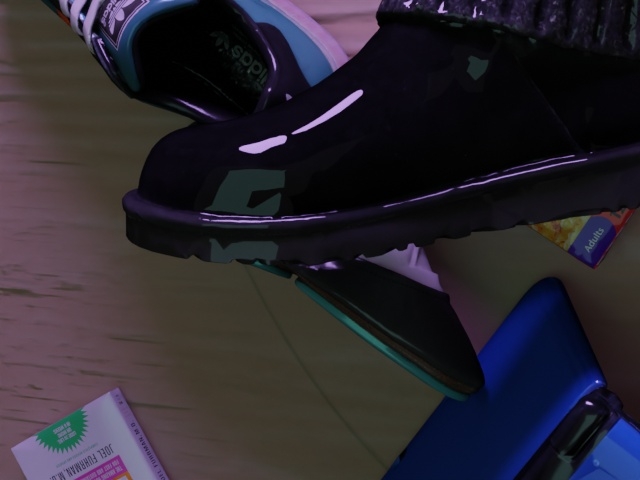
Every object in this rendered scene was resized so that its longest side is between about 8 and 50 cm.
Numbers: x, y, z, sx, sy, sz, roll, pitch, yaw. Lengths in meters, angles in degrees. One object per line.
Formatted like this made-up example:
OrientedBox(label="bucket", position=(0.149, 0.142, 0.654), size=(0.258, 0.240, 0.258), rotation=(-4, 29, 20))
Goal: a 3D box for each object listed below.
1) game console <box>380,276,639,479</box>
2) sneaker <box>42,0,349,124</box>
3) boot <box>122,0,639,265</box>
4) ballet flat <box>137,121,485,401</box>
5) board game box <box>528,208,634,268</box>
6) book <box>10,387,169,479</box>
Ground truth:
OrientedBox(label="game console", position=(0.134, 0.214, 0.887), size=(0.250, 0.173, 0.293), rotation=(40, 111, 14))
OrientedBox(label="sneaker", position=(-0.120, -0.164, 0.947), size=(0.302, 0.121, 0.108), rotation=(33, 109, 12))
OrientedBox(label="boot", position=(0.045, -0.134, 0.811), size=(0.348, 0.131, 0.260), rotation=(-9, 99, -4))
OrientedBox(label="ballet flat", position=(0.000, 0.000, 0.943), size=(0.280, 0.095, 0.096), rotation=(29, 94, 19))
OrientedBox(label="board game box", position=(0.135, -0.096, 0.907), size=(0.193, 0.045, 0.146), rotation=(34, 108, 11))
OrientedBox(label="book", position=(-0.157, 0.196, 1.077), size=(0.096, 0.035, 0.144), rotation=(-31, 87, 18))
